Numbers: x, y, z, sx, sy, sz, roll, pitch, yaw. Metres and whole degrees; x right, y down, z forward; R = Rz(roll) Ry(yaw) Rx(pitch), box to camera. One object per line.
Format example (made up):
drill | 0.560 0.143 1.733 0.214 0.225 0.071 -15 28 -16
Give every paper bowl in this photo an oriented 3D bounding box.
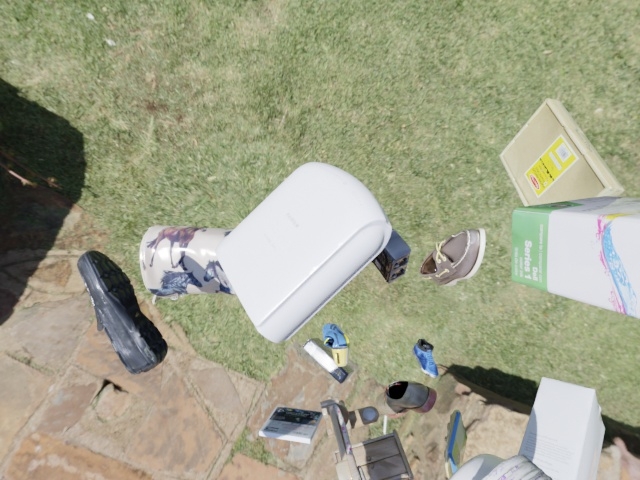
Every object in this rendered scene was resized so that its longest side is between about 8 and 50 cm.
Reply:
paper bowl | 0.321 0.538 0.785 0.284 0.148 0.284 -18 124 -29

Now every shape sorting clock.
shape sorting clock | 0.422 0.644 1.293 0.040 0.206 0.206 -4 92 33

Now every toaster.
toaster | 0.284 0.060 1.706 0.110 0.168 0.186 -21 53 -17

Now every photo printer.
photo printer | -0.034 0.000 0.769 0.307 0.256 0.107 -43 136 2

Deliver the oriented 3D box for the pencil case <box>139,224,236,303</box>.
pencil case | -0.200 0.063 0.969 0.410 0.160 0.184 3 113 1

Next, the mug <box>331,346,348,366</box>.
mug | 0.068 0.425 1.487 0.078 0.062 0.064 -1 84 -35

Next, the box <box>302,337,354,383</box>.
box | 0.038 0.535 1.833 0.231 0.183 0.056 40 87 17

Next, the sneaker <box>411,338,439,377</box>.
sneaker | 0.413 0.446 1.570 0.058 0.152 0.085 2 122 -23

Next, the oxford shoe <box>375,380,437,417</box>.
oxford shoe | 0.292 0.588 1.563 0.130 0.348 0.123 33 53 -7

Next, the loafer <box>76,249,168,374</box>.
loafer | -0.343 0.122 0.679 0.078 0.076 0.223 -30 92 9

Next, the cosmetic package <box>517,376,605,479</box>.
cosmetic package | 0.695 0.628 1.184 0.385 0.156 0.217 -48 122 -35

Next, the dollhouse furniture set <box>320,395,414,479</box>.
dollhouse furniture set | 0.103 0.425 0.909 0.173 0.303 0.356 -14 131 -6

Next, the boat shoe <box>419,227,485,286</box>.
boat shoe | 0.350 0.048 1.107 0.096 0.324 0.117 11 71 3

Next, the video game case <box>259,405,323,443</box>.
video game case | -0.103 0.669 1.489 0.190 0.173 0.022 1 99 16

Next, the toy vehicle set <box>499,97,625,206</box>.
toy vehicle set | 0.482 -0.146 0.848 0.035 0.166 0.267 6 52 -17

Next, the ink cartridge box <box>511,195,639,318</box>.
ink cartridge box | 0.420 0.016 0.504 0.201 0.278 0.117 -8 101 -21

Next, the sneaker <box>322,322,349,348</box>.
sneaker | 0.040 0.391 1.669 0.082 0.209 0.069 3 99 -23
